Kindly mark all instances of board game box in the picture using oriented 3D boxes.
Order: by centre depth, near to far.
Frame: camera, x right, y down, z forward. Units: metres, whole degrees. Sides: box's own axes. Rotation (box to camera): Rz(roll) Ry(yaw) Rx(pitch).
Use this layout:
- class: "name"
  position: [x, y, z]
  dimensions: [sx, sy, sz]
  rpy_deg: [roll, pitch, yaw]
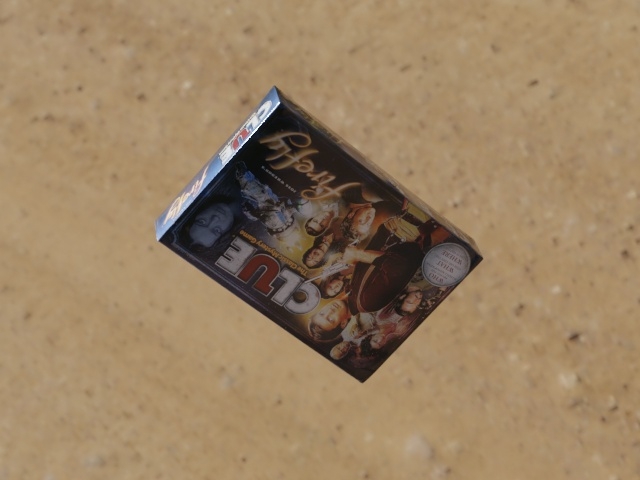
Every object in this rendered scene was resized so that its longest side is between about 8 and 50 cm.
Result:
- class: "board game box"
  position: [0.000, 0.000, 1.424]
  dimensions: [0.165, 0.243, 0.042]
  rpy_deg: [-48, 24, 15]
